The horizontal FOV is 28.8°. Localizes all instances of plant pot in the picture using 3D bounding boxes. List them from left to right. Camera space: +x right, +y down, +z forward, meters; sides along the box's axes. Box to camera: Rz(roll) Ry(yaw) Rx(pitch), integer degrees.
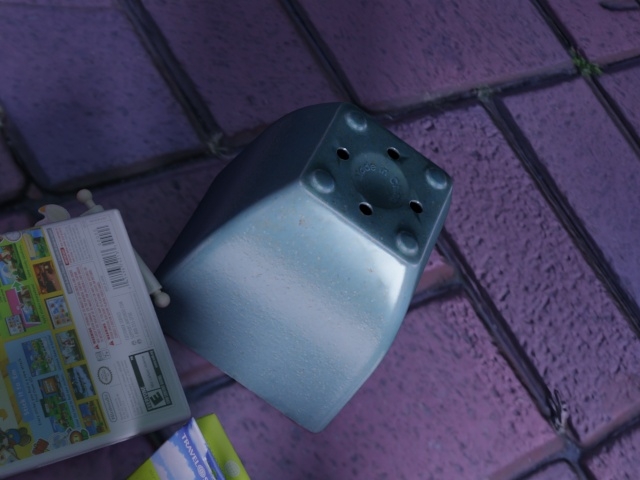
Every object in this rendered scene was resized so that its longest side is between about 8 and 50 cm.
[{"bbox_3d":[0.000,0.000,1.321,0.247,0.252,0.248,35,46,-8],"label":"plant pot"}]

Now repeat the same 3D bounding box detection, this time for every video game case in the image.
[{"bbox_3d":[-0.256,0.094,1.189,0.206,0.026,0.227,-15,74,-25],"label":"video game case"}]

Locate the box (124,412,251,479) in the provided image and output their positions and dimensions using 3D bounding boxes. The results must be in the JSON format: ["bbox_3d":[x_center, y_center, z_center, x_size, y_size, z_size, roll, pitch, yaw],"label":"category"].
[{"bbox_3d":[-0.115,0.234,1.128,0.042,0.178,0.109,-18,71,-41],"label":"box"}]

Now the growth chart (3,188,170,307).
[{"bbox_3d":[-0.268,0.066,1.224,0.172,0.021,0.237,45,60,2],"label":"growth chart"}]
